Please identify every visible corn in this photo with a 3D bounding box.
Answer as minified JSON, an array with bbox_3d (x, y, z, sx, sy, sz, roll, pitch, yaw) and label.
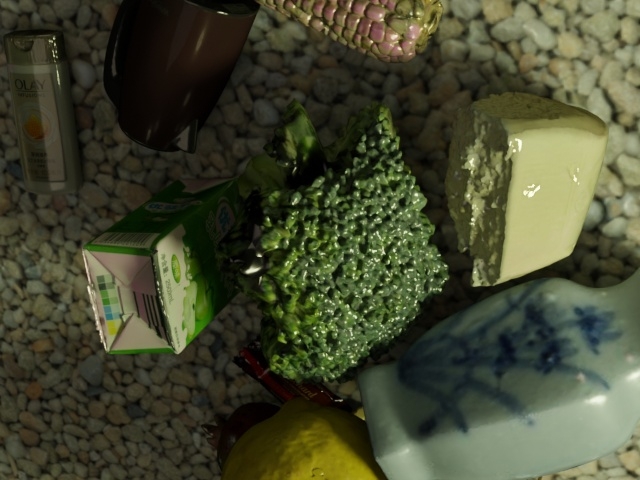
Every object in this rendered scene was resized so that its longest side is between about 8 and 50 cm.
[{"bbox_3d":[-0.013,-0.316,1.385,0.335,0.126,0.126,23,116,11],"label":"corn"}]

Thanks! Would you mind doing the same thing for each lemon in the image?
[{"bbox_3d":[-0.009,0.355,1.488,0.261,0.260,0.283,1,104,18],"label":"lemon"}]

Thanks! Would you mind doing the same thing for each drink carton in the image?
[{"bbox_3d":[-0.187,0.034,1.495,0.108,0.271,0.161,1,113,22],"label":"drink carton"}]

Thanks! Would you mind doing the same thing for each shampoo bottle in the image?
[{"bbox_3d":[-0.387,-0.179,1.595,0.086,0.056,0.227,4,112,16],"label":"shampoo bottle"}]

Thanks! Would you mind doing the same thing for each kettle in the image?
[{"bbox_3d":[-0.202,-0.240,1.470,0.202,0.144,0.232,39,122,22],"label":"kettle"}]

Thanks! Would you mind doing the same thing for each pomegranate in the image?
[{"bbox_3d":[-0.097,0.290,1.666,0.159,0.129,0.129,44,130,49],"label":"pomegranate"}]

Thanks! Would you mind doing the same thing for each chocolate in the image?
[{"bbox_3d":[-0.039,0.209,1.650,0.182,0.028,0.086,39,120,-12],"label":"chocolate"}]

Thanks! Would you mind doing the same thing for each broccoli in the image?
[{"bbox_3d":[0.012,0.003,1.420,0.277,0.338,0.317,-26,79,-3],"label":"broccoli"}]

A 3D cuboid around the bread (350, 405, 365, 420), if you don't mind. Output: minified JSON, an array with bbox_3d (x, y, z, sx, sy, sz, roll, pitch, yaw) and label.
[{"bbox_3d":[0.039,0.384,1.692,0.168,0.163,0.264,39,86,1],"label":"bread"}]

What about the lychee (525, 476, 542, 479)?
[{"bbox_3d":[0.214,0.343,1.550,0.165,0.165,0.197,45,124,-3],"label":"lychee"}]

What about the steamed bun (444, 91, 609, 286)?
[{"bbox_3d":[0.225,-0.068,1.375,0.170,0.200,0.225,39,129,46],"label":"steamed bun"}]

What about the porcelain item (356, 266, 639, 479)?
[{"bbox_3d":[0.259,0.172,1.407,0.405,0.242,0.178,-21,143,11],"label":"porcelain item"}]
